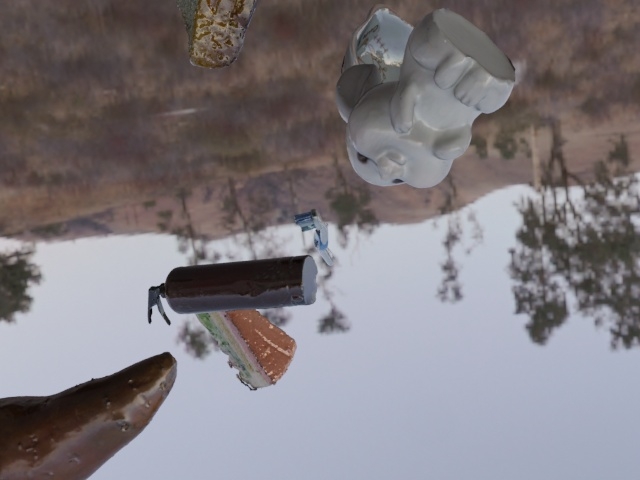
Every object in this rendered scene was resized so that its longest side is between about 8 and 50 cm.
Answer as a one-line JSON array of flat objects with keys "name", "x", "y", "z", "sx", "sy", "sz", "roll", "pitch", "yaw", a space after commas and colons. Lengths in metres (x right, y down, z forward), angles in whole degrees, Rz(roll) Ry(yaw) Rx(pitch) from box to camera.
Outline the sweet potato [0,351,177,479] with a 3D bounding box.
[{"name": "sweet potato", "x": -0.284, "y": 0.201, "z": 0.888, "sx": 0.359, "sy": 0.112, "sz": 0.112, "roll": -17, "pitch": -169, "yaw": 13}]

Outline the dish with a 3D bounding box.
[{"name": "dish", "x": 0.098, "y": -0.272, "z": 1.559, "sx": 0.081, "sy": 0.229, "sz": 0.229, "roll": -12, "pitch": -173, "yaw": 41}]

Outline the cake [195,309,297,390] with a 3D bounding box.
[{"name": "cake", "x": -0.135, "y": 0.139, "z": 1.578, "sx": 0.090, "sy": 0.225, "sz": 0.109, "roll": -40, "pitch": -169, "yaw": -30}]

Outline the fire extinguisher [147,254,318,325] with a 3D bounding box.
[{"name": "fire extinguisher", "x": -0.136, "y": 0.075, "z": 1.329, "sx": 0.268, "sy": 0.089, "sz": 0.072, "roll": -6, "pitch": -156, "yaw": 19}]

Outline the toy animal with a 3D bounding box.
[{"name": "toy animal", "x": 0.108, "y": -0.156, "z": 1.010, "sx": 0.193, "sy": 0.128, "sz": 0.178, "roll": -45, "pitch": -154, "yaw": 38}]

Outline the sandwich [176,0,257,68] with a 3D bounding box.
[{"name": "sandwich", "x": -0.144, "y": -0.393, "z": 1.364, "sx": 0.087, "sy": 0.226, "sz": 0.251, "roll": 19, "pitch": -155, "yaw": -24}]

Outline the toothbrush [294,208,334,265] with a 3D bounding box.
[{"name": "toothbrush", "x": 0.004, "y": -0.001, "z": 1.535, "sx": 0.040, "sy": 0.040, "sz": 0.386, "roll": -6, "pitch": 170, "yaw": 6}]
